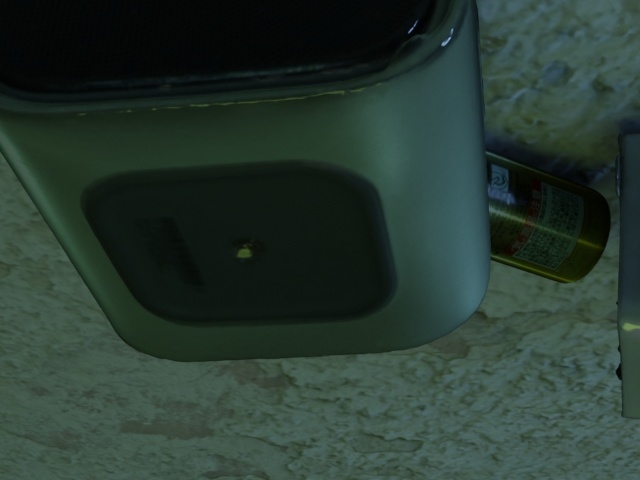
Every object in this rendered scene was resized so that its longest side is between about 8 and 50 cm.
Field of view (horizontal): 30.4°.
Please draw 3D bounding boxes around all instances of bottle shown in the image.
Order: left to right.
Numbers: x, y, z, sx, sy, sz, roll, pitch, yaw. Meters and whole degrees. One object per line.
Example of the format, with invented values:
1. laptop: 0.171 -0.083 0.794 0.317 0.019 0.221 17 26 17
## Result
1. bottle: 0.085 -0.042 0.900 0.286 0.082 0.082 18 144 -22

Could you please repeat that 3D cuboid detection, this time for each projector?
1. projector: -0.033 -0.096 0.672 0.248 0.249 0.249 -3 147 9

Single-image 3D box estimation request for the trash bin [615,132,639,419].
1. trash bin: 0.407 0.042 0.876 0.367 0.256 0.296 0 149 16
